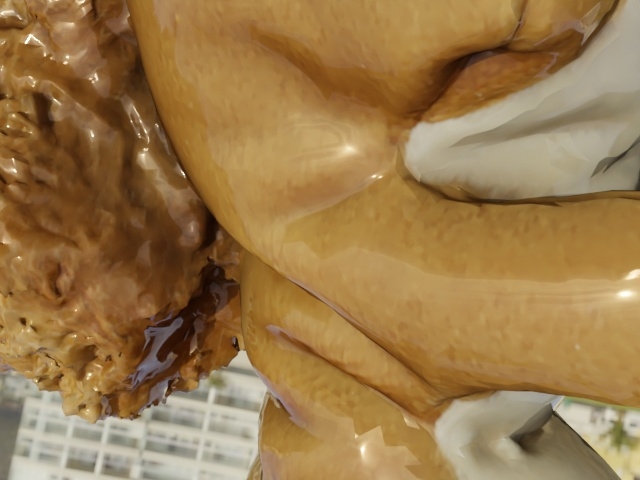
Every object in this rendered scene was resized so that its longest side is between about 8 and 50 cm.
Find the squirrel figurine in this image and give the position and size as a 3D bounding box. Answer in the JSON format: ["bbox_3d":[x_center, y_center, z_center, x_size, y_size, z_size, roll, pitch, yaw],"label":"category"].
[{"bbox_3d":[0.000,0.000,0.508,0.397,0.370,0.281,15,-161,25],"label":"squirrel figurine"}]
